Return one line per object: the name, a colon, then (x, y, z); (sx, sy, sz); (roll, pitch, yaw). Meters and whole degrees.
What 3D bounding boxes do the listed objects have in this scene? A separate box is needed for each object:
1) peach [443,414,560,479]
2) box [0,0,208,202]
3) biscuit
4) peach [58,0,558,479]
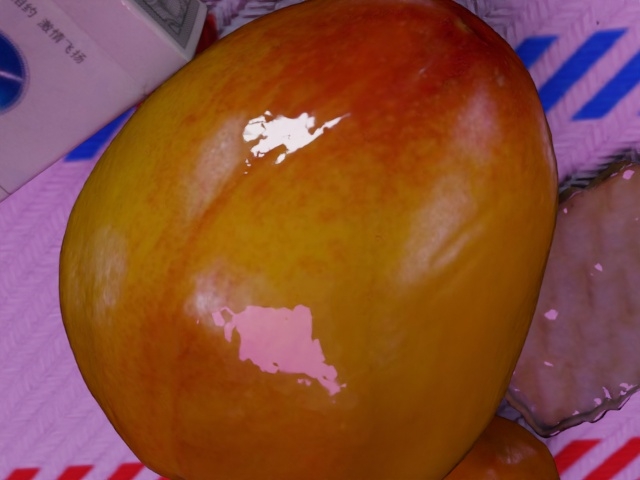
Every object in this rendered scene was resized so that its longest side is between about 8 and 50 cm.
peach: (0.105, 0.192, 1.340); (0.138, 0.138, 0.138); (4, 127, 5)
box: (-0.219, -0.115, 1.196); (0.256, 0.069, 0.164); (-33, 117, 28)
biscuit: (0.223, 0.022, 1.263); (0.273, 0.036, 0.187); (-19, 122, 21)
peach: (-0.002, -0.002, 1.132); (0.289, 0.289, 0.308); (9, 103, 1)
